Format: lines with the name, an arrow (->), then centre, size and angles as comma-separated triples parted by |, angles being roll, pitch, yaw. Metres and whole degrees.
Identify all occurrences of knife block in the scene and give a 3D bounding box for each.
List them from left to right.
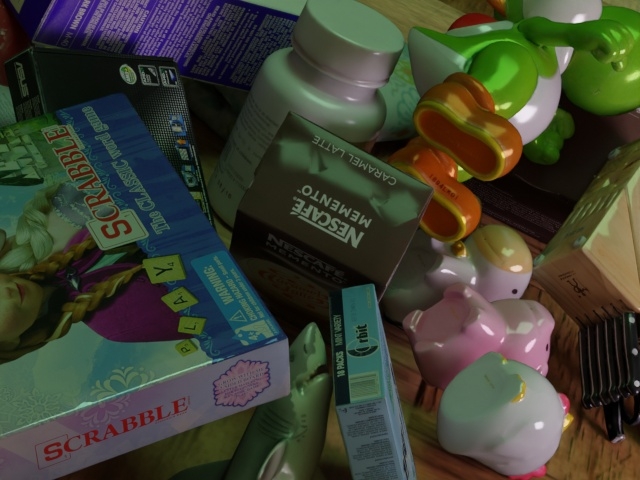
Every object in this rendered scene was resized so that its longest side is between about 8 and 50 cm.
knife block -> 0.333, 0.058, 1.808 | 0.242, 0.088, 0.275 | 46, 57, -12

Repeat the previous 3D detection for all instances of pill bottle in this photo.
pill bottle -> -0.010, -0.114, 1.805 | 0.131, 0.229, 0.131 | 20, 28, -11

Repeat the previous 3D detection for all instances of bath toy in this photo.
bath toy -> 0.148, 0.089, 1.720 | 0.129, 0.151, 0.348 | 55, 10, -36

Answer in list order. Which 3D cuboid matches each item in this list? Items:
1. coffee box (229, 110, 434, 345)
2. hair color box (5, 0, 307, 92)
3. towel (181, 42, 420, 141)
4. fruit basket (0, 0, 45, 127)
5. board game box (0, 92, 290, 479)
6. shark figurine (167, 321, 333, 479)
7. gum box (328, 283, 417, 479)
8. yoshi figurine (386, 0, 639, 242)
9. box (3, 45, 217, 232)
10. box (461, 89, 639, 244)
coffee box -> 0.000, 0.000, 1.610 | 0.141, 0.098, 0.246 | 27, -17, 3
hair color box -> -0.154, -0.251, 1.844 | 0.339, 0.110, 0.185 | 11, 31, -42
towel -> -0.074, -0.226, 2.102 | 0.320, 0.090, 0.374 | -13, 47, -46
fruit basket -> -0.368, -0.169, 1.723 | 0.353, 0.165, 0.327 | 19, 25, -48
board game box -> -0.232, 0.042, 1.385 | 0.318, 0.066, 0.318 | -19, 46, -19
shark figurine -> -0.082, 0.198, 1.389 | 0.116, 0.166, 0.278 | 11, 39, 27
gum box -> 0.045, 0.153, 1.459 | 0.041, 0.184, 0.157 | -10, 30, 4
yoshi figurine -> 0.221, -0.144, 1.780 | 0.204, 0.203, 0.362 | 5, 39, 36
box -> -0.183, -0.074, 1.667 | 0.184, 0.045, 0.190 | 0, 73, -53
box -> 0.240, -0.110, 1.995 | 0.168, 0.167, 0.203 | 27, -11, -1
